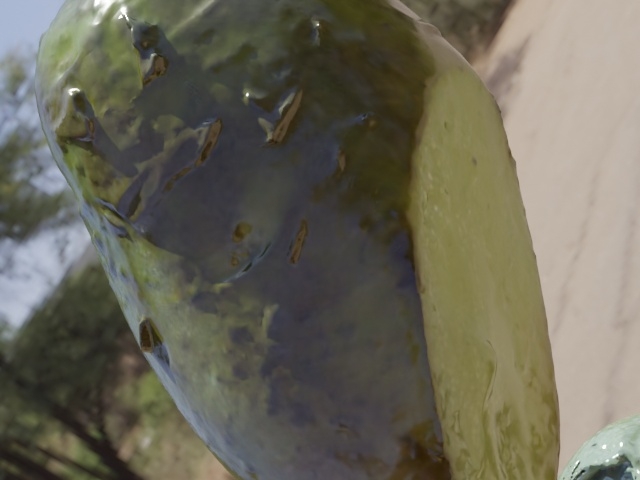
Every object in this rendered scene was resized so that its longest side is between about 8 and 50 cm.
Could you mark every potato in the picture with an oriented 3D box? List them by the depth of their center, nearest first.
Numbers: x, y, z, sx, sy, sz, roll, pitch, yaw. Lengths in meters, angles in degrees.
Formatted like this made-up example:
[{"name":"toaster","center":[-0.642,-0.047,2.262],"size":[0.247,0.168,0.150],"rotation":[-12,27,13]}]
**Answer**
[{"name":"potato","center":[0.000,0.000,0.643],"size":[0.176,0.298,0.141],"rotation":[-39,-9,35]}]

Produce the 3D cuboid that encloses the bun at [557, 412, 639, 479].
[{"name":"bun","center":[0.220,0.175,0.815],"size":[0.108,0.221,0.221],"rotation":[-44,8,20]}]
